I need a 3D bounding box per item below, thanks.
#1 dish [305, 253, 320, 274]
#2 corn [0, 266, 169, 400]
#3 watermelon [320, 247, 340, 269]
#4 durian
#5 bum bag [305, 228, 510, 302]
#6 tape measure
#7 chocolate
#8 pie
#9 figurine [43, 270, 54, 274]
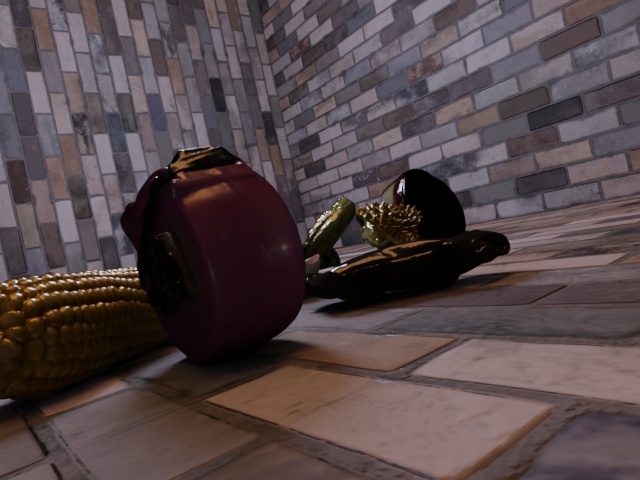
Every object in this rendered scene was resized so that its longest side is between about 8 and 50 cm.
[{"bbox_3d":[-0.106,0.091,0.984,0.213,0.077,0.151,-12,2,15],"label":"dish"},{"bbox_3d":[-0.297,0.107,0.641,0.144,0.143,0.387,-12,-5,16],"label":"corn"},{"bbox_3d":[0.009,0.076,1.716,0.135,0.125,0.094,17,-44,-21],"label":"watermelon"},{"bbox_3d":[0.175,-0.019,1.221,0.172,0.166,0.306,5,2,-11],"label":"durian"},{"bbox_3d":[0.123,0.046,0.717,0.327,0.079,0.142,-15,-7,7],"label":"bum bag"},{"bbox_3d":[-0.136,0.026,0.560,0.149,0.231,0.245,-15,-14,-37],"label":"tape measure"},{"bbox_3d":[0.308,-0.073,1.529,0.284,0.283,0.186,-13,-21,-43],"label":"chocolate"},{"bbox_3d":[0.000,0.000,1.319,0.277,0.078,0.277,-51,-2,-2],"label":"pie"},{"bbox_3d":[-0.763,0.213,1.246,0.288,0.176,0.186,-28,43,-2],"label":"figurine"}]
